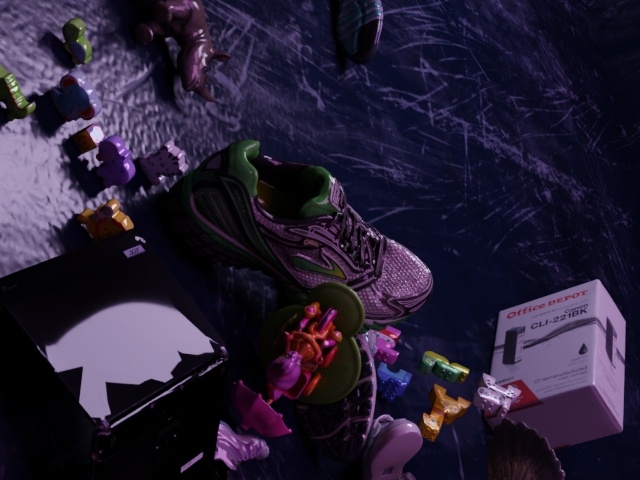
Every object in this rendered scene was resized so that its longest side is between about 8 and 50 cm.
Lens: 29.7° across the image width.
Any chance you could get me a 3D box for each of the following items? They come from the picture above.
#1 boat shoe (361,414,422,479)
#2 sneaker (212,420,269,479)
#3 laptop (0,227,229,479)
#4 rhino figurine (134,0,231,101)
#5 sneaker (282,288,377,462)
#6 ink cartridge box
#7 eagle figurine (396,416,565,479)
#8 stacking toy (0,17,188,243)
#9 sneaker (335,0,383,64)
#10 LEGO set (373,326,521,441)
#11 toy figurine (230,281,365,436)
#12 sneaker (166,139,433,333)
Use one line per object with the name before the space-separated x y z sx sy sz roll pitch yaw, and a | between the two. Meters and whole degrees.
boat shoe | 0.081 0.251 1.492 0.184 0.066 0.063 94 -22 -63
sneaker | -0.095 0.240 1.299 0.098 0.038 0.069 29 48 -38
laptop | -0.200 0.152 1.144 0.234 0.136 0.264 -27 131 -62
rhino figurine | -0.181 -0.278 1.463 0.243 0.073 0.106 63 31 -14
sneaker | 0.036 0.143 1.521 0.122 0.110 0.283 33 44 -53
ink cartridge box | 0.394 0.211 2.008 0.114 0.197 0.273 55 30 -24
eagle figurine | 0.218 0.418 1.578 0.226 0.225 0.298 -37 115 -47
stacking toy | -0.238 -0.118 1.273 0.221 0.052 0.167 59 29 -17
sneaker | 0.076 -0.371 1.974 0.098 0.083 0.224 38 40 -52
LEGO set | 0.143 0.207 1.620 0.227 0.087 0.093 25 34 5
toy figurine | -0.031 0.146 1.335 0.130 0.173 0.159 35 31 6
sneaker | 0.000 0.000 1.396 0.343 0.146 0.134 25 49 -28
